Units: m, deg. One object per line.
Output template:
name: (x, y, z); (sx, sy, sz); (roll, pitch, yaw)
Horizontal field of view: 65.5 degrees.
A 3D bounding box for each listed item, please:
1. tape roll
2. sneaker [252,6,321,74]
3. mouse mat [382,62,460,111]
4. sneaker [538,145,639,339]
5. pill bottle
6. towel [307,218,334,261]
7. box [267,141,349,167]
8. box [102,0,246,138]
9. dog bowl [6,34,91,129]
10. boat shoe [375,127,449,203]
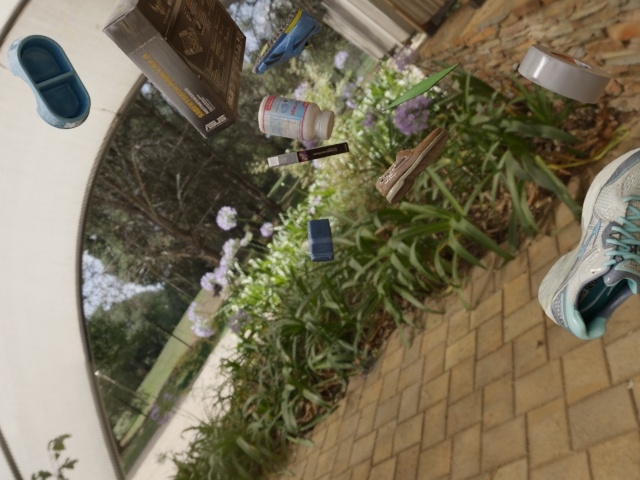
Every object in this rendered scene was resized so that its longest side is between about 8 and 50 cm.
tape roll: (0.638, -0.439, 1.303); (0.219, 0.219, 0.072); (-65, -4, -56)
sneaker: (-0.081, -0.444, 1.158); (0.209, 0.082, 0.069); (-32, 42, 42)
mouse mat: (0.257, -0.391, 1.273); (0.189, 0.007, 0.152); (-43, 19, -31)
sneaker: (0.412, 0.013, 0.679); (0.122, 0.110, 0.283); (-74, 1, -71)
pill bottle: (-0.053, -0.275, 1.131); (0.087, 0.160, 0.087); (12, -90, -79)
towel: (0.000, 0.000, 1.370); (0.029, 0.067, 0.119); (101, 165, -69)
box: (-0.027, -0.203, 1.180); (0.162, 0.029, 0.116); (-18, 12, -39)
box: (-0.183, -0.280, 0.680); (0.056, 0.183, 0.231); (-23, 46, 22)
dog bowl: (-0.831, -0.495, 1.544); (0.166, 0.297, 0.074); (-38, 25, -31)
boat shoe: (0.303, -0.271, 1.692); (0.307, 0.104, 0.110); (-50, -24, 18)
